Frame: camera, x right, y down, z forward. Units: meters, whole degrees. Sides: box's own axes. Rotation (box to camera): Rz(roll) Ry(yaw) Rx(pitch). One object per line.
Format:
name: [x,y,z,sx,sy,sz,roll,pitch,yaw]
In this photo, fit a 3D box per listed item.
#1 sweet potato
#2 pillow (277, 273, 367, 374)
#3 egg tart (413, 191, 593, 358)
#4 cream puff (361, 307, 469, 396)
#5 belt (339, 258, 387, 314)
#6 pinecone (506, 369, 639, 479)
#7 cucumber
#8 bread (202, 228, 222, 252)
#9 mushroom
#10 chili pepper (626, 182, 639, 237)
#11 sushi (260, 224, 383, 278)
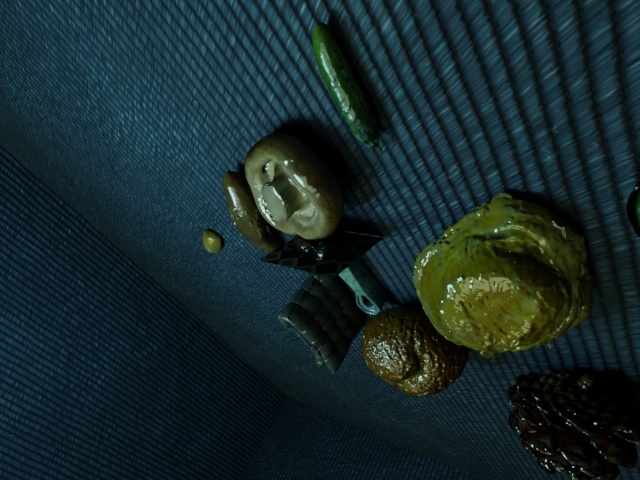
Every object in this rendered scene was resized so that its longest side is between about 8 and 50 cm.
sweet potato: [-0.194,-0.050,1.206,0.109,0.109,0.386,16,147,29]
pillow: [0.016,0.260,1.330,0.101,0.228,0.326,14,147,43]
egg tart: [0.345,0.110,0.784,0.339,0.153,0.351,45,130,-12]
cream puff: [0.259,0.320,1.151,0.302,0.212,0.303,14,154,7]
belt: [0.095,0.102,1.169,0.087,0.072,0.302,-3,135,44]
pinecone: [0.604,0.444,0.987,0.297,0.242,0.296,9,141,27]
cucumber: [0.048,-0.248,0.705,0.055,0.056,0.250,2,136,44]
bread: [-0.423,0.009,1.580,0.082,0.056,0.115,33,152,0]
mushroom: [-0.063,-0.112,0.922,0.278,0.146,0.279,30,144,24]
chili pepper: [0.503,-0.030,0.556,0.279,0.065,0.122,50,152,-19]
sushi: [0.000,0.000,0.996,0.231,0.219,0.047,10,120,37]
